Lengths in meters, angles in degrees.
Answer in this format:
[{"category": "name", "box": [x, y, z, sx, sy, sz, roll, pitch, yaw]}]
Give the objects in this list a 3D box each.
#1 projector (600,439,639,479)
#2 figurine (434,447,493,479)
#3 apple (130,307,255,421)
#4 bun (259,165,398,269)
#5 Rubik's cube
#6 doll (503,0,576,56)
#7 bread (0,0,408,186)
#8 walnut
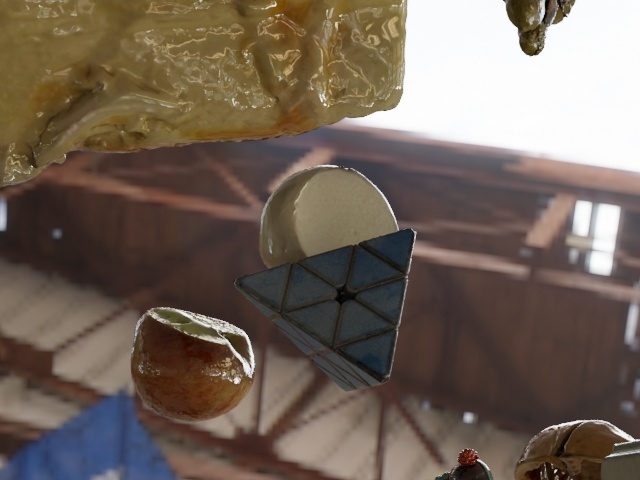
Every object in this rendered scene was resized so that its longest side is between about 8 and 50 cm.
[{"category": "projector", "box": [0.317, 0.284, 1.572, 0.108, 0.250, 0.198, -3, 171, -8]}, {"category": "figurine", "box": [0.154, 0.266, 2.100, 0.047, 0.060, 0.106, -15, 166, -22]}, {"category": "apple", "box": [-0.181, 0.178, 2.732, 0.173, 0.160, 0.195, 0, -171, 11]}, {"category": "bun", "box": [0.000, 0.000, 2.252, 0.173, 0.173, 0.120, -11, 171, -38]}, {"category": "Rubik's cube", "box": [0.056, 0.082, 2.055, 0.211, 0.190, 0.178, 40, -174, -34]}, {"category": "doll", "box": [0.211, -0.252, 1.826, 0.097, 0.137, 0.209, -15, -166, 12]}, {"category": "bread", "box": [-0.114, -0.246, 1.586, 0.390, 0.279, 0.371, -8, -154, -7]}, {"category": "walnut", "box": [0.317, 0.264, 2.230, 0.167, 0.211, 0.087, -1, -124, 22]}]
